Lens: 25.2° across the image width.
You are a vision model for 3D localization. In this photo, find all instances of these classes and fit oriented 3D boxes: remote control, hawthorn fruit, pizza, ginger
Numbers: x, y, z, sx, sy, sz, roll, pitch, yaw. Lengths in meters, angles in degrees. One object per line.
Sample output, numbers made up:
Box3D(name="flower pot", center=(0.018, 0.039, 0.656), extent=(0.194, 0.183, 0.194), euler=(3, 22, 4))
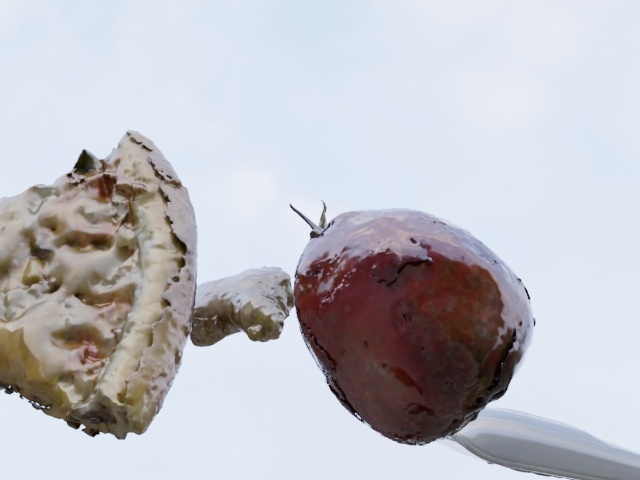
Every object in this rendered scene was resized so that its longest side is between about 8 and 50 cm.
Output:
Box3D(name="remote control", center=(0.258, 0.204, 1.359), extent=(0.313, 0.055, 0.109), euler=(13, -5, -13))
Box3D(name="hawthorn fruit", center=(0.052, 0.053, 1.147), extent=(0.235, 0.181, 0.181), euler=(38, -37, 12))
Box3D(name="pizza", center=(-0.285, 0.018, 1.684), extent=(0.435, 0.392, 0.080), euler=(22, -36, 23))
Box3D(name="ginger", center=(-0.092, 0.078, 1.807), extent=(0.074, 0.137, 0.213), euler=(49, -29, -19))

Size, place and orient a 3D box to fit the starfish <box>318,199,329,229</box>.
Box3D(name="starfish", center=(0.000, 0.000, 1.679), extent=(0.016, 0.086, 0.092), euler=(10, -31, 2))
